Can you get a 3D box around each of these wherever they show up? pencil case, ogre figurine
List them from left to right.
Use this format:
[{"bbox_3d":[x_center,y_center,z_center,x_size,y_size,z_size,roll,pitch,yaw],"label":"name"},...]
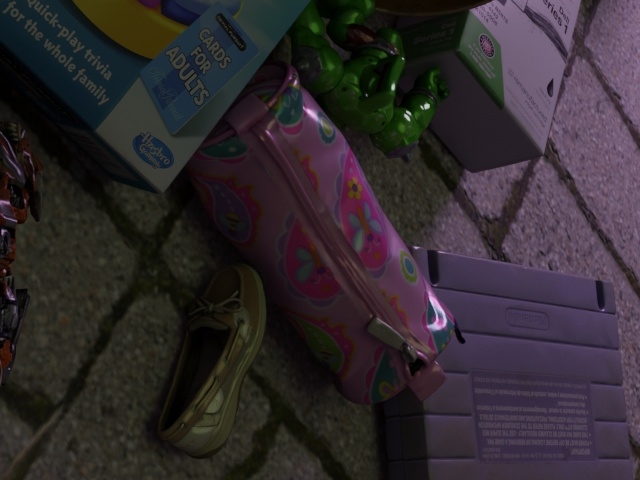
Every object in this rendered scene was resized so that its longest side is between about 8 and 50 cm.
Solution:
[{"bbox_3d":[0.000,0.000,1.166,0.284,0.124,0.124,57,43,-23],"label":"pencil case"},{"bbox_3d":[0.032,-0.146,1.269,0.118,0.097,0.197,-81,150,-41],"label":"ogre figurine"}]

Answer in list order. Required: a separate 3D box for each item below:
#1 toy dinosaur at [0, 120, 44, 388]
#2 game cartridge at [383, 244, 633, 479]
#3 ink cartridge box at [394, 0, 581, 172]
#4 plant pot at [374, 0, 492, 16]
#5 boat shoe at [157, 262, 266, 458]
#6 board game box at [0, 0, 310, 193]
[{"bbox_3d":[-0.238,0.050,0.852,0.218,0.164,0.322,53,20,-50],"label":"toy dinosaur"},{"bbox_3d":[0.177,0.136,1.399,0.355,0.068,0.230,11,76,-49],"label":"game cartridge"},{"bbox_3d":[0.161,-0.203,1.441,0.160,0.093,0.219,45,49,-35],"label":"ink cartridge box"},{"bbox_3d":[0.085,-0.368,1.318,0.237,0.237,0.254,36,38,-40],"label":"plant pot"},{"bbox_3d":[-0.082,0.082,1.099,0.048,0.056,0.153,38,60,-44],"label":"boat shoe"},{"bbox_3d":[-0.108,-0.242,1.030,0.254,0.079,0.336,45,74,-34],"label":"board game box"}]
